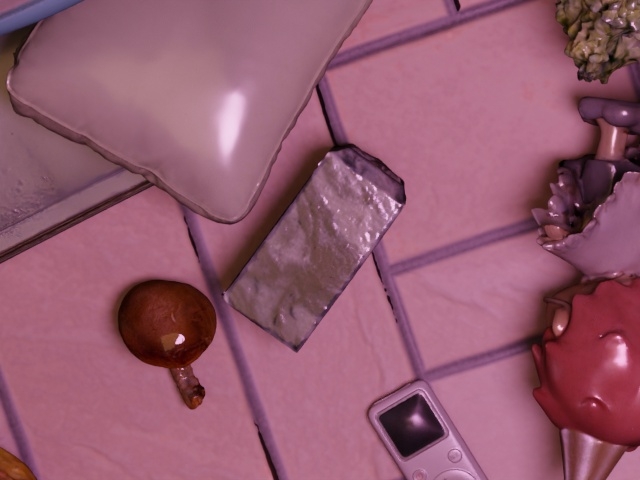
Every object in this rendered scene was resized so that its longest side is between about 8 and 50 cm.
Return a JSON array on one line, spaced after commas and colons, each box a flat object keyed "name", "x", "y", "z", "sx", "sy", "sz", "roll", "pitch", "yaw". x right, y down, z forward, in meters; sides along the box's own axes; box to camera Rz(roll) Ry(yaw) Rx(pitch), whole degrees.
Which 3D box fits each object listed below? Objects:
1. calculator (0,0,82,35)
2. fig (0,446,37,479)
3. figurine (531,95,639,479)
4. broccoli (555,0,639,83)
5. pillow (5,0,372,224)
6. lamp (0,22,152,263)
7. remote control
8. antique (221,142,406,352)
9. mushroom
[{"name": "calculator", "x": -0.315, "y": -0.283, "z": 1.544, "sx": 0.386, "sy": 0.054, "sz": 0.256, "roll": -13, "pitch": 65, "yaw": 17}, {"name": "fig", "x": -0.365, "y": 0.228, "z": 1.647, "sx": 0.159, "sy": 0.159, "sz": 0.257, "roll": -47, "pitch": 72, "yaw": 8}, {"name": "figurine", "x": 0.264, "y": 0.069, "z": 1.567, "sx": 0.207, "sy": 0.166, "sz": 0.386, "roll": 5, "pitch": 91, "yaw": -33}, {"name": "broccoli", "x": 0.342, "y": -0.183, "z": 1.445, "sx": 0.288, "sy": 0.260, "sz": 0.235, "roll": -11, "pitch": 105, "yaw": 21}, {"name": "pillow", "x": -0.103, "y": -0.203, "z": 1.553, "sx": 0.255, "sy": 0.120, "sz": 0.322, "roll": 29, "pitch": 82, "yaw": 0}, {"name": "lamp", "x": -0.300, "y": -0.126, "z": 1.630, "sx": 0.266, "sy": 0.047, "sz": 0.269, "roll": -26, "pitch": 95, "yaw": 7}, {"name": "remote control", "x": 0.136, "y": 0.253, "z": 1.654, "sx": 0.067, "sy": 0.029, "sz": 0.261, "roll": -31, "pitch": 94, "yaw": 7}, {"name": "antique", "x": 0.000, "y": 0.000, "z": 1.605, "sx": 0.088, "sy": 0.086, "sz": 0.183, "roll": 37, "pitch": 98, "yaw": -2}, {"name": "mushroom", "x": -0.132, "y": 0.096, "z": 1.635, "sx": 0.088, "sy": 0.073, "sz": 0.129, "roll": -30, "pitch": 99, "yaw": -27}]
